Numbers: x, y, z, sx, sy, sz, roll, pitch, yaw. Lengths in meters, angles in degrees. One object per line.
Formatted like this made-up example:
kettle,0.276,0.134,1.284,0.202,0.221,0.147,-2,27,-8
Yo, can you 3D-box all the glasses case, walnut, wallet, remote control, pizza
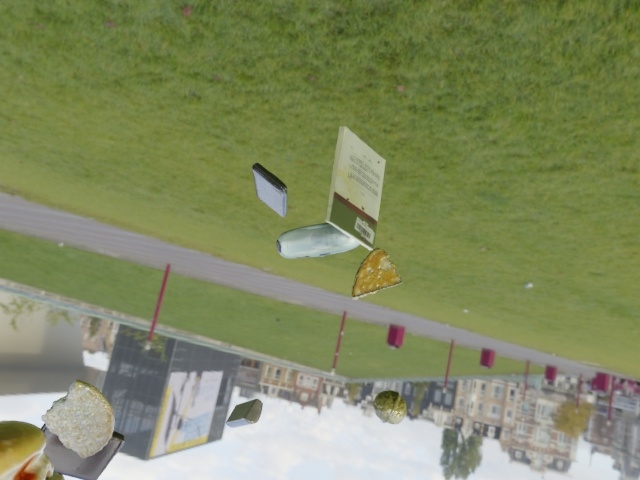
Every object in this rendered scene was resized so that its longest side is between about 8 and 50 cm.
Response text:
glasses case,-0.226,0.517,1.622,0.042,0.072,0.190,31,148,-13
walnut,0.169,0.408,1.333,0.092,0.092,0.092,11,170,2
wallet,-0.710,0.602,1.583,0.229,0.182,0.049,35,179,-29
wallet,-0.168,-0.167,1.869,0.149,0.044,0.250,39,164,11
remote control,-0.001,0.000,1.581,0.256,0.098,0.045,-11,-175,1
pizza,0.118,0.076,1.078,0.108,0.123,0.026,19,166,40

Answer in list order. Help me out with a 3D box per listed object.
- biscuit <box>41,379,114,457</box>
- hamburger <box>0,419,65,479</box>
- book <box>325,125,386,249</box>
biscuit,-0.656,0.486,1.482,0.188,0.266,0.040,9,-156,-6
hamburger,-0.517,0.365,0.734,0.302,0.187,0.261,-27,-175,-17
book,0.100,-0.140,1.465,0.026,0.290,0.201,-11,149,41
